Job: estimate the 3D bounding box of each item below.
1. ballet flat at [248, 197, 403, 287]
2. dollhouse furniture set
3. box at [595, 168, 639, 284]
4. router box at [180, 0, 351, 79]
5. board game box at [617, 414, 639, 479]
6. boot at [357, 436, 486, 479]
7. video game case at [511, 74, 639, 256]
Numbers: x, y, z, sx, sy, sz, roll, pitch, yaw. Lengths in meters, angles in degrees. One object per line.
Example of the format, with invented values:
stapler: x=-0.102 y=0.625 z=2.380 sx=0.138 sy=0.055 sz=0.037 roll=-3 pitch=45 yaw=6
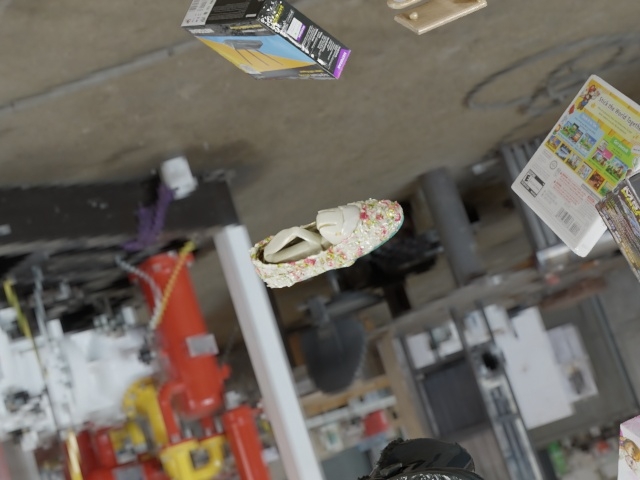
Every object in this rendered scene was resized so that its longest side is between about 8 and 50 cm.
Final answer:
ballet flat: x=0.000 y=0.000 z=1.693 sx=0.241 sy=0.091 sz=0.077 roll=-27 pitch=134 yaw=28
dollhouse furniture set: x=0.140 y=-0.402 z=1.728 sx=0.123 sy=0.144 sz=0.151 roll=-27 pitch=134 yaw=-23
box: x=0.415 y=0.048 z=1.382 sx=0.060 sy=0.270 sz=0.216 roll=-28 pitch=172 yaw=0
router box: x=-0.068 y=-0.244 z=1.479 sx=0.133 sy=0.046 sz=0.179 roll=32 pitch=168 yaw=-34
board game box: x=0.584 y=0.362 z=1.848 sx=0.318 sy=0.318 sz=0.066 roll=-18 pitch=-150 yaw=-25
boot: x=0.114 y=0.263 z=1.300 sx=0.246 sy=0.094 sz=0.207 roll=-27 pitch=-179 yaw=35
video game case: x=0.376 y=-0.109 z=1.720 sx=0.026 sy=0.227 sz=0.206 roll=28 pitch=105 yaw=-25
